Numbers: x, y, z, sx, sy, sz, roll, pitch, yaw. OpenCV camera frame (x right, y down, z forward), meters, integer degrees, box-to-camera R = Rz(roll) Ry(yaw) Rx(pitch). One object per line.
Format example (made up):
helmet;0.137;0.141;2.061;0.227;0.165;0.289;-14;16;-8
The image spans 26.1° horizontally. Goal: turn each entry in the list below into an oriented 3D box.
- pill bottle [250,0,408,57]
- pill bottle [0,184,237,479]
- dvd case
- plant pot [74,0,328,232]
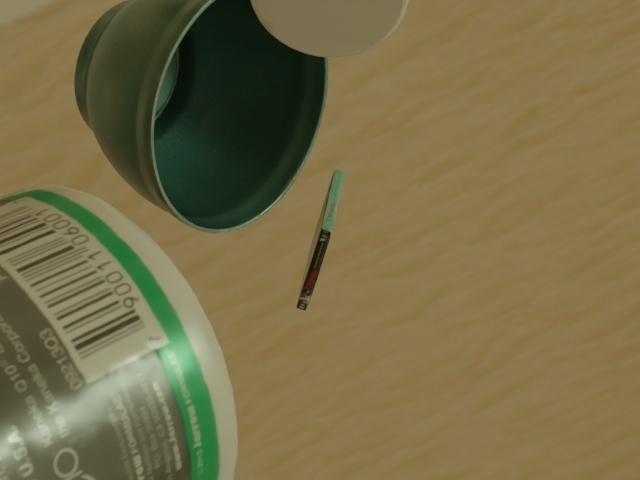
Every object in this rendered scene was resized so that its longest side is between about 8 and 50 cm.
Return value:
pill bottle;0.014;-0.220;0.907;0.208;0.119;0.119;-83;157;-46
pill bottle;-0.228;0.124;0.606;0.204;0.361;0.204;24;-54;37
dvd case;0.000;0.000;1.368;0.119;0.013;0.087;106;-3;-46
plant pot;-0.158;-0.175;1.592;0.196;0.293;0.293;20;-31;34
